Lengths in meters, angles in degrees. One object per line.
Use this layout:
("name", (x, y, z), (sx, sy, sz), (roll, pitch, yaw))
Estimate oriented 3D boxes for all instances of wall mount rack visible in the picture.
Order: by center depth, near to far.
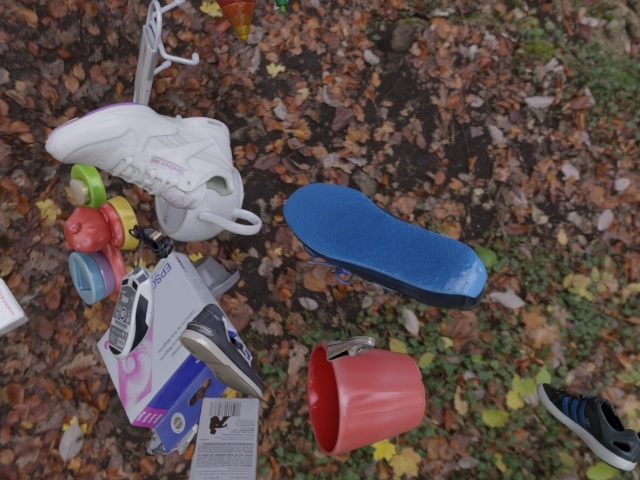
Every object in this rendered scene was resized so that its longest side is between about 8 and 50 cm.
("wall mount rack", (-0.421, -0.483, 1.302), (0.130, 0.304, 0.350), (-1, 143, -32))

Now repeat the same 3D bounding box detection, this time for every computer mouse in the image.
("computer mouse", (-0.260, 0.075, 0.704), (0.042, 0.106, 0.193), (16, 86, -46))

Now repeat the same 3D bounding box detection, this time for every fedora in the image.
("fedora", (-0.367, 0.133, 1.437), (0.243, 0.275, 0.124), (-39, 96, -33))

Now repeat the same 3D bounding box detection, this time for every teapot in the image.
("teapot", (-0.267, -0.110, 1.167), (0.187, 0.252, 0.256), (3, 74, -39))

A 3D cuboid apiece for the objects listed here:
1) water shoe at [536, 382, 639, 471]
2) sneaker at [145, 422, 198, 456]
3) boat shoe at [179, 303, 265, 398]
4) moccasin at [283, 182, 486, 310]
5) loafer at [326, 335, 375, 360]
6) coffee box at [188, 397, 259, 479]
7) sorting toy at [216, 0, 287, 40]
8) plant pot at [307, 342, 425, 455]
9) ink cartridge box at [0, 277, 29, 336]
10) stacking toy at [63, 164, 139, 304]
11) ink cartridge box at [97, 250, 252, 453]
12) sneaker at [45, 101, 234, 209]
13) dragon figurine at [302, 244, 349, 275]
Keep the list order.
("water shoe", (0.468, 0.299, 0.842), (0.072, 0.203, 0.080), (20, 104, -26))
("sneaker", (-0.440, 0.484, 1.263), (0.228, 0.086, 0.132), (25, 68, 6))
("boat shoe", (-0.124, 0.166, 0.702), (0.065, 0.075, 0.206), (-66, 147, -32))
("moccasin", (0.079, 0.024, 0.735), (0.138, 0.342, 0.117), (-49, 144, -12))
("loafer", (0.063, 0.232, 1.026), (0.045, 0.125, 0.039), (39, 49, -31))
("coffee box", (-0.176, 0.463, 0.888), (0.118, 0.297, 0.168), (2, 126, -6))
("sorting toy", (-0.171, -0.618, 1.291), (0.127, 0.365, 0.126), (-18, 109, -26))
("plant pot", (0.116, 0.396, 1.251), (0.243, 0.275, 0.275), (2, 100, -18))
("ink cartridge box", (-0.670, 0.151, 0.959), (0.135, 0.056, 0.099), (-33, 83, -27))
("stacking toy", (-0.558, -0.015, 1.129), (0.130, 0.279, 0.309), (-22, 151, -42))
("ink cartridge box", (-0.348, 0.249, 1.104), (0.324, 0.330, 0.071), (-50, 148, 13))
("sneaker", (-0.251, -0.123, 0.754), (0.305, 0.114, 0.152), (-8, 80, -47))
("dragon figurine", (0.000, 0.000, 1.571), (0.144, 0.289, 0.085), (-32, 150, -50))
